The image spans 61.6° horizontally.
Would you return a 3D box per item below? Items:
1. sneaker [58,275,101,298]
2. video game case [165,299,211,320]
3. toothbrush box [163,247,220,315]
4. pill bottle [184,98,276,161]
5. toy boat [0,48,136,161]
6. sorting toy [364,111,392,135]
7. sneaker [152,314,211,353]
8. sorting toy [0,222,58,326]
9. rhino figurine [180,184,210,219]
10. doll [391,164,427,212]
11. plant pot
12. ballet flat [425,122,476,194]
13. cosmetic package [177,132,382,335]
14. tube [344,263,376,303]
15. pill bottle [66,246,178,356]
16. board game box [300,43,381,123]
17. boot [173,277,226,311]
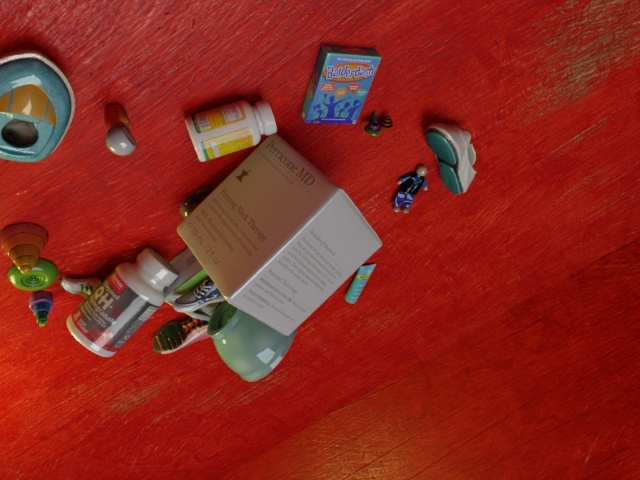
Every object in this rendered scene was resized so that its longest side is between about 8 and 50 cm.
[{"bbox_3d":[-0.716,0.131,1.635,0.075,0.057,0.161,-46,142,-1],"label":"sneaker"},{"bbox_3d":[-0.453,0.229,1.814,0.019,0.143,0.157,-62,167,-7],"label":"video game case"},{"bbox_3d":[-0.358,0.132,1.792,0.206,0.122,0.283,-35,145,14],"label":"toothbrush box"},{"bbox_3d":[-0.222,-0.283,1.348,0.209,0.117,0.117,-20,144,-8],"label":"pill bottle"},{"bbox_3d":[-0.558,-0.260,1.141,0.319,0.148,0.267,3,135,-34],"label":"toy boat"},{"bbox_3d":[0.169,-0.345,1.563,0.102,0.061,0.042,-30,152,-37],"label":"sorting toy"},{"bbox_3d":[-0.469,0.345,2.001,0.314,0.115,0.136,-29,146,3],"label":"sneaker"},{"bbox_3d":[-0.800,0.119,1.495,0.127,0.126,0.365,-9,141,-23],"label":"sorting toy"},{"bbox_3d":[-0.338,-0.053,1.605,0.106,0.073,0.243,-28,143,-8],"label":"rhino figurine"},{"bbox_3d":[0.319,-0.184,1.873,0.129,0.046,0.188,6,129,-24],"label":"doll"},{"bbox_3d":[-0.241,0.280,1.744,0.196,0.293,0.293,38,114,-24],"label":"plant pot"},{"bbox_3d":[0.441,-0.294,1.761,0.139,0.139,0.400,-31,149,7],"label":"ballet flat"},{"bbox_3d":[-0.110,-0.013,1.512,0.393,0.329,0.327,-45,143,0],"label":"cosmetic package"},{"bbox_3d":[0.162,0.174,2.240,0.080,0.052,0.207,-11,138,-38],"label":"tube"},{"bbox_3d":[-0.585,0.178,1.618,0.318,0.176,0.176,-47,144,-4],"label":"pill bottle"},{"bbox_3d":[0.051,-0.407,1.419,0.160,0.047,0.210,-6,139,-26],"label":"board game box"},{"bbox_3d":[-0.365,0.157,1.665,0.190,0.069,0.086,-16,137,-28],"label":"boot"}]
